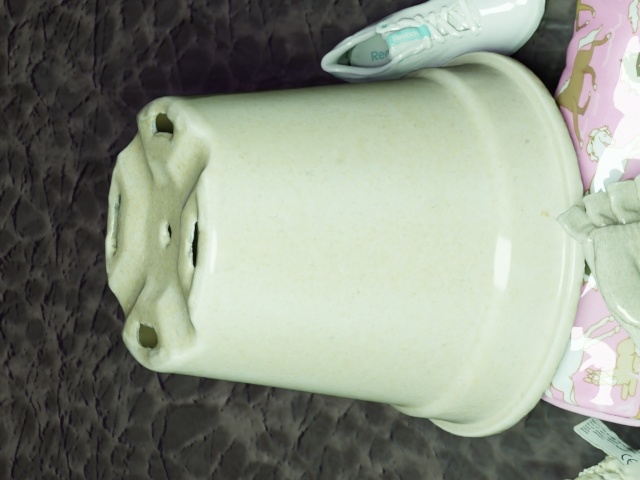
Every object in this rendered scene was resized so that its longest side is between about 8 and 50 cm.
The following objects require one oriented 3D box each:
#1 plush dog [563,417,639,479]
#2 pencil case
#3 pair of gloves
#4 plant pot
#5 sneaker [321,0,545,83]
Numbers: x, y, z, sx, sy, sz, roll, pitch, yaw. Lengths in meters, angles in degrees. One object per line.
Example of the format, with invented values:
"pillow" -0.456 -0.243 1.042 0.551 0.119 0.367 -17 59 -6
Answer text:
"plush dog" 0.278 0.294 1.656 0.262 0.210 0.225 14 122 12
"pencil case" 0.269 -0.047 1.619 0.160 0.167 0.386 27 112 58
"pair of gloves" 0.323 0.017 1.497 0.204 0.240 0.042 62 163 19
"plant pot" 0.000 0.000 1.621 0.334 0.305 0.333 -5 84 63
"sneaker" 0.098 -0.183 1.742 0.212 0.094 0.080 -22 83 31
